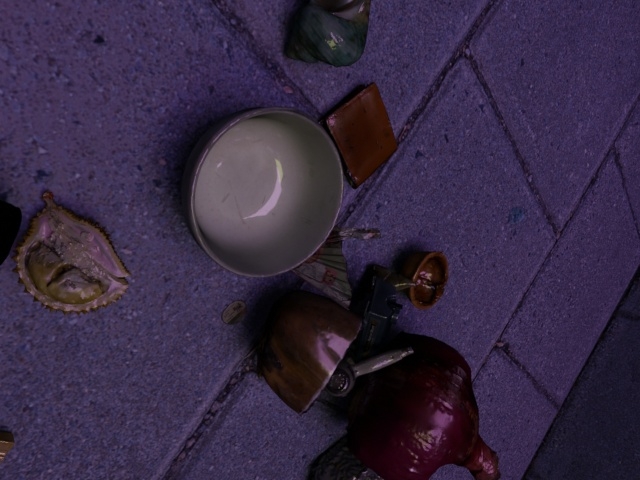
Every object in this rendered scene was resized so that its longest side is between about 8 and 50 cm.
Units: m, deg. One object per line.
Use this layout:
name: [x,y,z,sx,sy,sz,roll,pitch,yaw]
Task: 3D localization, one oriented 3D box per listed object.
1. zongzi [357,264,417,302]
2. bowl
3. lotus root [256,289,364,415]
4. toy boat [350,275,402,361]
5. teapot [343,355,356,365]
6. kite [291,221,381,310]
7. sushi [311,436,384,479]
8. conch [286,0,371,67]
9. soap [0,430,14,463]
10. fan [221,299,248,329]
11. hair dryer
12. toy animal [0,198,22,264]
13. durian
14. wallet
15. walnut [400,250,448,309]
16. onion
zongzi: [0.164,0.153,1.144,0.154,0.130,0.062,-65,160,0]
bowl: [-0.120,-0.095,0.820,0.307,0.163,0.308,-14,114,-34]
lotus root: [-0.046,0.228,0.953,0.192,0.272,0.272,32,84,-7]
toy boat: [0.117,0.221,1.110,0.296,0.122,0.114,100,12,-48]
teapot: [0.064,0.361,1.190,0.083,0.057,0.067,-38,153,-14]
kite: [0.000,0.000,0.957,0.267,0.013,0.323,-9,73,-3]
sushi: [0.089,0.681,1.258,0.274,0.139,0.184,-32,125,-28]
conch: [0.019,-0.421,0.845,0.188,0.122,0.176,-43,105,-20]
soap: [-0.623,0.315,0.663,0.252,0.037,0.092,37,81,-39]
fan: [-0.179,0.162,0.966,0.080,0.003,0.060,26,90,-39]
hair dryer: [0.088,0.309,1.069,0.224,0.219,0.089,-17,81,-21]
toy animal: [-0.546,0.039,0.511,0.251,0.250,0.310,36,76,-39]
durian: [-0.407,0.021,0.697,0.146,0.102,0.208,-24,95,-31]
wallet: [0.093,-0.242,1.013,0.161,0.042,0.196,-42,128,-13]
walnut: [0.280,0.098,1.234,0.167,0.087,0.211,-56,139,-8]
onion: [0.296,0.464,1.135,0.399,0.420,0.398,-58,170,-17]
